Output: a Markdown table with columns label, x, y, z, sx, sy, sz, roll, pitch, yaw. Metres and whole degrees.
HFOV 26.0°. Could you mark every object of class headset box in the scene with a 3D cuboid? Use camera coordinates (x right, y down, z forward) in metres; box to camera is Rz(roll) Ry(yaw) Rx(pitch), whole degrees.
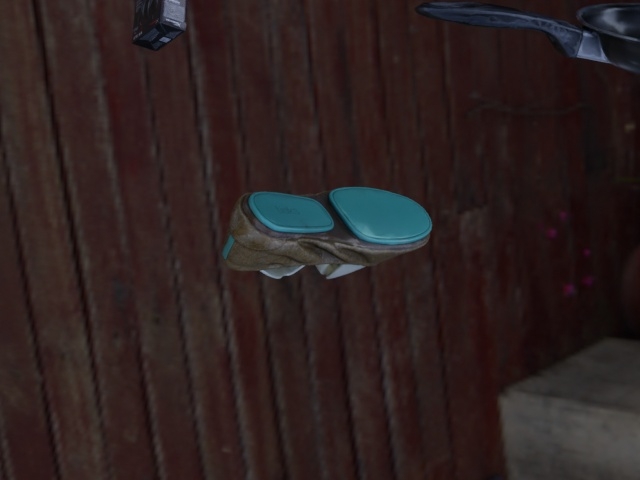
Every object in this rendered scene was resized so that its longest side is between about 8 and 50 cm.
| label | x | y | z | sx | sy | sz | roll | pitch | yaw |
| --- | --- | --- | --- | --- | --- | --- | --- | --- | --- |
| headset box | -0.161 | -0.243 | 1.402 | 0.032 | 0.062 | 0.083 | 13 | 70 | -33 |

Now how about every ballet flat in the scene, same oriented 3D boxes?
| label | x | y | z | sx | sy | sz | roll | pitch | yaw |
| --- | --- | --- | --- | --- | --- | --- | --- | --- | --- |
| ballet flat | 0.000 | 0.000 | 1.828 | 0.342 | 0.124 | 0.116 | -4 | 52 | -47 |

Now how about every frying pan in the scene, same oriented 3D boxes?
| label | x | y | z | sx | sy | sz | roll | pitch | yaw |
| --- | --- | --- | --- | --- | --- | --- | --- | --- | --- |
| frying pan | 0.258 | -0.158 | 1.118 | 0.326 | 0.197 | 0.053 | -11 | 115 | -34 |
